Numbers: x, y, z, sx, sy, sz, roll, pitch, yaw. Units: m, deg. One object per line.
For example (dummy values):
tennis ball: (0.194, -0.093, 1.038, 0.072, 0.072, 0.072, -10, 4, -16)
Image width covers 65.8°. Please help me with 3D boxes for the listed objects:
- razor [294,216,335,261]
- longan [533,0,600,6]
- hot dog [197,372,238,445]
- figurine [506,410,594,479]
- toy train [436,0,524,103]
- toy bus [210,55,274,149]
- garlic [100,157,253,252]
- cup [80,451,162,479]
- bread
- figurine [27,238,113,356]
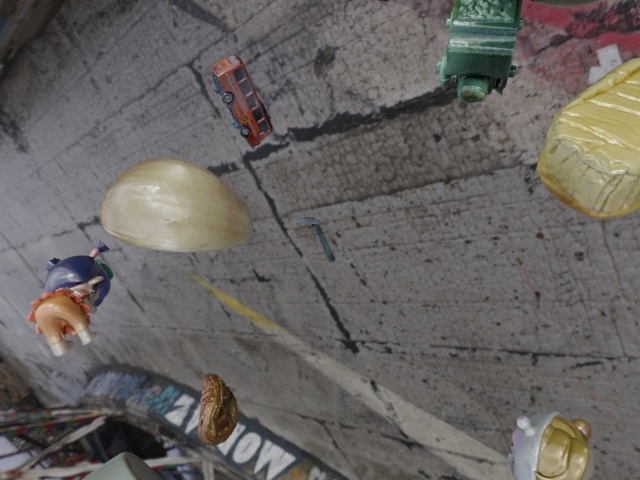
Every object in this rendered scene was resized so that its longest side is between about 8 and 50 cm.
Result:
razor: (0.002, -0.005, 1.228, 0.066, 0.033, 0.190, 5, 148, 27)
longan: (0.383, -0.502, 0.721, 0.288, 0.350, 0.289, -3, 82, 23)
hot dog: (-0.117, 0.190, 0.561, 0.035, 0.083, 0.058, -18, 125, 4)
figurine: (0.388, 0.384, 0.838, 0.133, 0.194, 0.274, 21, 166, 32)
toy train: (0.335, -0.446, 1.024, 0.166, 0.299, 0.238, 9, 164, 15)
toy bus: (-0.195, -0.342, 1.242, 0.073, 0.096, 0.235, 55, 175, 40)
garlic: (-0.221, -0.044, 0.789, 0.244, 0.146, 0.164, 10, 164, -16)
cup: (-0.329, 0.496, 0.770, 0.258, 0.234, 0.186, 44, 162, 10)
bread: (0.355, -0.118, 0.577, 0.140, 0.236, 0.106, 42, 155, 32)
figurine: (-0.384, 0.081, 0.781, 0.195, 0.111, 0.102, -124, 13, -65)
